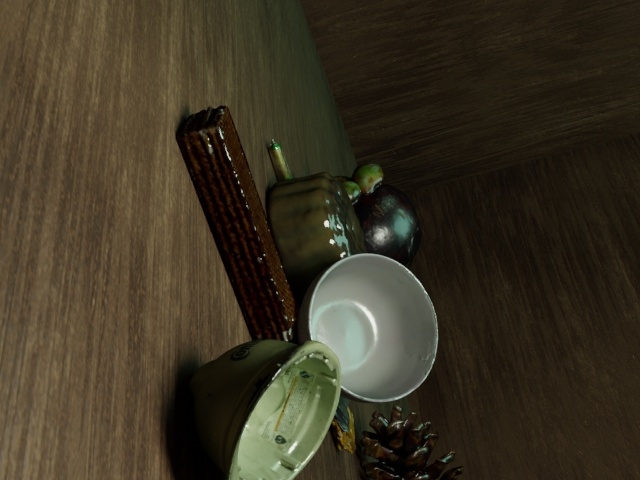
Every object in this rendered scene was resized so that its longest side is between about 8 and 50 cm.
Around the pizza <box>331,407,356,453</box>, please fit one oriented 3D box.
[{"bbox_3d":[0.043,0.392,1.955,0.178,0.041,0.131,27,46,-79],"label":"pizza"}]

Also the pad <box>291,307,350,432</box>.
[{"bbox_3d":[0.001,0.258,1.849,0.233,0.022,0.174,59,15,-24],"label":"pad"}]

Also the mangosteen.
[{"bbox_3d":[0.106,-0.024,2.309,0.311,0.311,0.311,-15,90,-82],"label":"mangosteen"}]

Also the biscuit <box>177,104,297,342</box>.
[{"bbox_3d":[-0.124,-0.016,1.443,0.107,0.073,0.388,-83,157,-65],"label":"biscuit"}]

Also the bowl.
[{"bbox_3d":[0.074,0.178,1.780,0.143,0.286,0.287,-29,-108,59],"label":"bowl"}]

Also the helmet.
[{"bbox_3d":[-0.089,0.193,1.093,0.204,0.137,0.257,-65,157,-3],"label":"helmet"}]

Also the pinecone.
[{"bbox_3d":[0.212,0.540,2.169,0.309,0.244,0.244,63,6,12],"label":"pinecone"}]

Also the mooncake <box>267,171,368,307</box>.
[{"bbox_3d":[0.000,0.000,1.942,0.290,0.161,0.291,-16,90,-80],"label":"mooncake"}]

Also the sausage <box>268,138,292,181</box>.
[{"bbox_3d":[-0.071,-0.113,2.106,0.033,0.032,0.269,-88,162,-63],"label":"sausage"}]
